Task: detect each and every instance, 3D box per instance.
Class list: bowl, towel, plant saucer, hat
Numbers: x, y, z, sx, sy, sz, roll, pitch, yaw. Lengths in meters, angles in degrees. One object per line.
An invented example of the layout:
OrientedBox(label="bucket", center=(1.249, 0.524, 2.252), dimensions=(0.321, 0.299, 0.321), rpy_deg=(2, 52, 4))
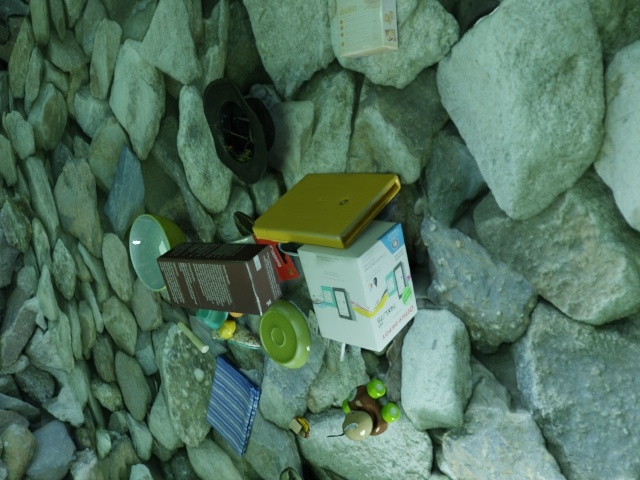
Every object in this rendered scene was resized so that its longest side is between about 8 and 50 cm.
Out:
OrientedBox(label="bowl", center=(-0.584, 0.035, 2.140), dimensions=(0.289, 0.156, 0.290), rpy_deg=(11, 107, 41))
OrientedBox(label="towel", center=(-0.343, 0.625, 2.130), dimensions=(0.243, 0.040, 0.336), rpy_deg=(32, 119, 34))
OrientedBox(label="plant saucer", center=(-0.130, 0.316, 1.869), dimensions=(0.241, 0.037, 0.241), rpy_deg=(12, 107, 41))
OrientedBox(label="hat", center=(-0.223, -0.350, 1.743), dimensions=(0.331, 0.134, 0.331), rpy_deg=(34, 139, 36))

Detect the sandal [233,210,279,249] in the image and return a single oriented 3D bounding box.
OrientedBox(label="sandal", center=(-0.190, -0.037, 1.835), dimensions=(0.219, 0.060, 0.090), rpy_deg=(20, 127, 23))

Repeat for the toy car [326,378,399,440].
OrientedBox(label="toy car", center=(0.100, 0.504, 1.594), dimensions=(0.155, 0.188, 0.149), rpy_deg=(-46, 69, 38))

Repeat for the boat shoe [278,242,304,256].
OrientedBox(label="boat shoe", center=(0.000, 0.000, 1.635), dimensions=(0.301, 0.102, 0.108), rpy_deg=(-2, 98, 42))

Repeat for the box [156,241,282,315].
OrientedBox(label="box", center=(-0.329, 0.116, 1.821), dimensions=(0.381, 0.143, 0.191), rpy_deg=(3, 117, 31))

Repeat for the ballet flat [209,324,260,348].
OrientedBox(label="ballet flat", center=(-0.309, 0.334, 2.010), dimensions=(0.241, 0.091, 0.077), rpy_deg=(2, 78, 39))

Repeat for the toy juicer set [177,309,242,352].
OrientedBox(label="toy juicer set", center=(-0.368, 0.280, 2.010), dimensions=(0.329, 0.089, 0.209), rpy_deg=(-48, 56, 22))

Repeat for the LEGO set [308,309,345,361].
OrientedBox(label="LEGO set", center=(0.034, 0.214, 1.682), dimensions=(0.182, 0.060, 0.244), rpy_deg=(40, 137, 44))

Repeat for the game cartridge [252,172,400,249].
OrientedBox(label="game cartridge", center=(0.009, -0.087, 1.497), dimensions=(0.323, 0.285, 0.053), rpy_deg=(6, 130, 42))

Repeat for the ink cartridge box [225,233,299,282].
OrientedBox(label="ink cartridge box", center=(-0.203, 0.070, 1.833), dimensions=(0.232, 0.066, 0.189), rpy_deg=(-12, 110, 47))

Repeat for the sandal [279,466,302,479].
OrientedBox(label="sandal", center=(-0.027, 0.883, 1.873), dimensions=(0.303, 0.086, 0.120), rpy_deg=(49, 123, 5))

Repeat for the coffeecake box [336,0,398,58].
OrientedBox(label="coffeecake box", center=(0.117, -0.571, 1.427), dimensions=(0.142, 0.068, 0.186), rpy_deg=(4, 102, 42))

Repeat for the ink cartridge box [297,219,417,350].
OrientedBox(label="ink cartridge box", center=(0.102, 0.108, 1.456), dimensions=(0.197, 0.198, 0.270), rpy_deg=(7, 121, 40))

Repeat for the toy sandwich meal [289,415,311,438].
OrientedBox(label="toy sandwich meal", center=(-0.068, 0.627, 1.883), dimensions=(0.085, 0.029, 0.086), rpy_deg=(11, 106, 41))
